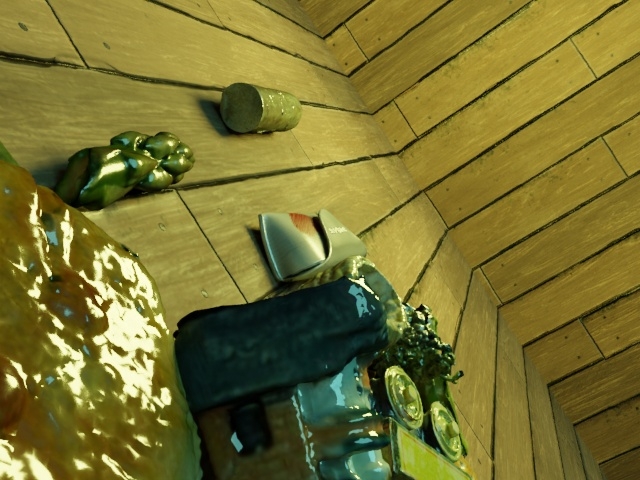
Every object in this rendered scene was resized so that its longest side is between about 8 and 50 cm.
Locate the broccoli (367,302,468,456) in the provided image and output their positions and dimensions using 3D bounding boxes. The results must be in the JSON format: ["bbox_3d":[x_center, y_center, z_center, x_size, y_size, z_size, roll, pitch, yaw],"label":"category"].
[{"bbox_3d":[0.179,0.258,1.088,0.304,0.145,0.165,62,6,-19],"label":"broccoli"}]

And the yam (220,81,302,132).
[{"bbox_3d":[-0.107,-0.252,1.223,0.093,0.093,0.259,57,18,1],"label":"yam"}]

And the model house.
[{"bbox_3d":[-0.004,0.202,0.564,0.253,0.184,0.291,90,-12,-71],"label":"model house"}]

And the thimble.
[{"bbox_3d":[0.023,0.106,0.878,0.190,0.143,0.137,27,35,-55],"label":"thimble"}]

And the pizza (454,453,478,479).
[{"bbox_3d":[0.174,0.377,0.955,0.188,0.062,0.199,48,26,-9],"label":"pizza"}]

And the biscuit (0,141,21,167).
[{"bbox_3d":[-0.274,-0.038,0.534,0.322,0.038,0.099,54,16,-8],"label":"biscuit"}]

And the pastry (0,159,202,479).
[{"bbox_3d":[-0.202,0.085,0.351,0.330,0.136,0.330,50,18,-23],"label":"pastry"}]

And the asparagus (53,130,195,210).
[{"bbox_3d":[-0.209,-0.088,0.721,0.080,0.080,0.287,57,18,0],"label":"asparagus"}]

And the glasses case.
[{"bbox_3d":[-0.001,-0.002,1.087,0.128,0.083,0.308,60,18,8],"label":"glasses case"}]

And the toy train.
[{"bbox_3d":[0.096,0.279,0.809,0.261,0.134,0.177,42,32,-36],"label":"toy train"}]
